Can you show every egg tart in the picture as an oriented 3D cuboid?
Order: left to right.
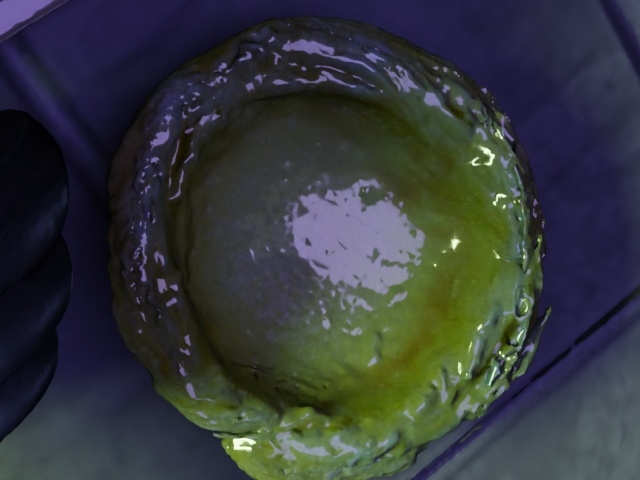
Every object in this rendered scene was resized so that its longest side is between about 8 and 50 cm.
[{"bbox_3d":[0.000,0.000,0.528,0.197,0.078,0.197,-3,98,-22],"label":"egg tart"}]

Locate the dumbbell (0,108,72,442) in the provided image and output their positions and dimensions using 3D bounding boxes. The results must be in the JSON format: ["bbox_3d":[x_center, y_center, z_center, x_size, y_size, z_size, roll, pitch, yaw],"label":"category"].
[{"bbox_3d":[-0.114,0.132,0.444,0.179,0.179,0.406,-27,111,-16],"label":"dumbbell"}]

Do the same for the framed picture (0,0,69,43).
[{"bbox_3d":[-0.246,-0.126,0.440,0.324,0.020,0.240,-34,110,-13],"label":"framed picture"}]
